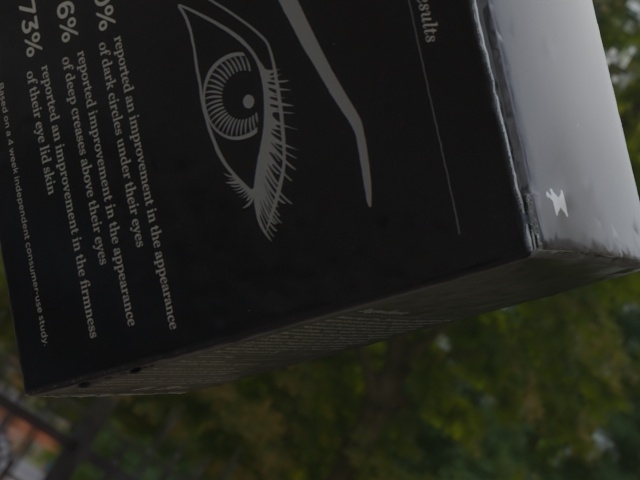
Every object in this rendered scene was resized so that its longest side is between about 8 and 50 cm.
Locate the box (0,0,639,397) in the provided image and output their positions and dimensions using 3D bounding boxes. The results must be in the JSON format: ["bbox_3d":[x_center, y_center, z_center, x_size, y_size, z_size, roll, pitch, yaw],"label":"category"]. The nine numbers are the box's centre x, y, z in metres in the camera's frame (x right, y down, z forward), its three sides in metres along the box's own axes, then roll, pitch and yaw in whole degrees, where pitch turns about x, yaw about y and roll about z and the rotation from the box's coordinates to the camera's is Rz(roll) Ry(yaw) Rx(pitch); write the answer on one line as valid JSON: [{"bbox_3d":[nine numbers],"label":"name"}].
[{"bbox_3d":[-0.008,-0.039,0.619,0.207,0.153,0.108,-16,-11,28],"label":"box"}]
